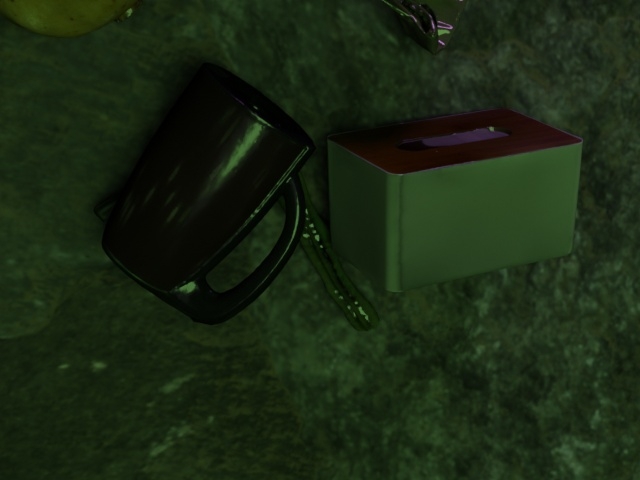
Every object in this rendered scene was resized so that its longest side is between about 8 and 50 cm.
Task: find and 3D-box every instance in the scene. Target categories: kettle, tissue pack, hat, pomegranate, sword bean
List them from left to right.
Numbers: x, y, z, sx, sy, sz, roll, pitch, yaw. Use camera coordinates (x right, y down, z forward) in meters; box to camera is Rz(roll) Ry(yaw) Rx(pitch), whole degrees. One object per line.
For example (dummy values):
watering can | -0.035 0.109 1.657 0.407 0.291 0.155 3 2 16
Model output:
pomegranate | -0.239 -0.276 1.260 0.196 0.196 0.196 -6 110 -17
kettle | -0.113 -0.040 1.398 0.202 0.144 0.232 38 102 1
sword bean | 0.000 0.001 1.517 0.043 0.038 0.269 -20 117 16
hat | 0.083 -0.293 1.433 0.175 0.085 0.147 26 73 -4
tissue pack | 0.146 -0.049 1.464 0.246 0.159 0.136 -11 114 -26
